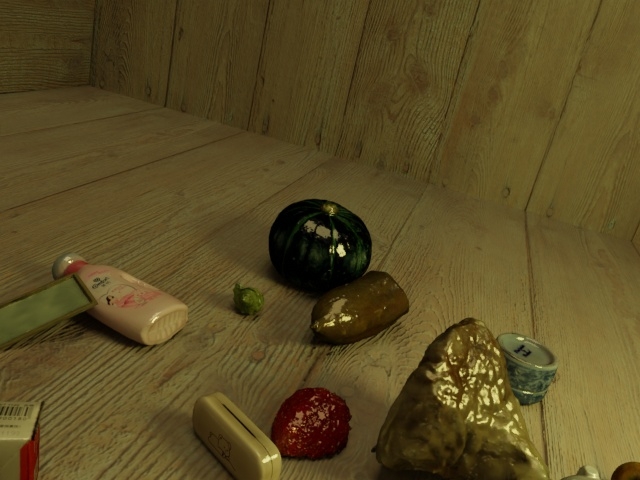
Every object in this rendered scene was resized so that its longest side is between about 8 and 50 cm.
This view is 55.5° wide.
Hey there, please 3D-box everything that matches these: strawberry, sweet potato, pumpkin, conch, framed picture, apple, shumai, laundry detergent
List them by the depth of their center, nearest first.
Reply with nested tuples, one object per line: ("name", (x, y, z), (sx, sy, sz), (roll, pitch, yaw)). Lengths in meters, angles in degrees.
("shumai", (0.276, 0.302, 1.028), (0.262, 0.267, 0.314), (25, 65, 24))
("strawberry", (-0.022, 0.324, 1.102), (0.146, 0.082, 0.187), (19, 26, 34))
("apple", (0.577, 0.448, 1.104), (0.074, 0.090, 0.089), (22, 14, -33))
("framed picture", (-0.568, 0.138, 1.224), (0.200, 0.010, 0.136), (-27, 41, -27))
("laundry detergent", (-0.453, 0.117, 1.333), (0.335, 0.088, 0.159), (24, 24, 26))
("sweet potato", (0.084, 0.167, 1.462), (0.157, 0.158, 0.369), (29, 33, 36))
("conch", (-0.173, 0.136, 1.466), (0.089, 0.074, 0.121), (53, 7, 8))
("pumpkin", (0.000, 0.000, 1.696), (0.315, 0.239, 0.315), (15, 24, -7))

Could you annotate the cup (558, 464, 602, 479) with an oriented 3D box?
("cup", (0.406, 0.447, 0.935), (0.134, 0.142, 0.173), (23, 24, 23))

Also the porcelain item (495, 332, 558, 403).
("porcelain item", (0.453, 0.293, 1.385), (0.147, 0.114, 0.147), (13, 22, -5))

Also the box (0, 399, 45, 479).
("box", (-0.478, 0.290, 0.827), (0.182, 0.133, 0.099), (4, 23, -17))

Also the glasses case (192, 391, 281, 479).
("glasses case", (-0.141, 0.328, 0.997), (0.050, 0.083, 0.196), (-11, 30, -43))
